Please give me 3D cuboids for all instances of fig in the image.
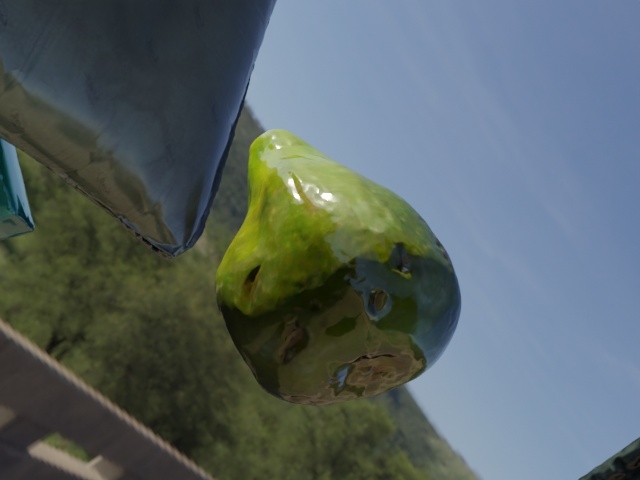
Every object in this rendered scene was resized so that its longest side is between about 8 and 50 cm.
[{"bbox_3d":[0.000,0.000,1.010,0.206,0.206,0.275,66,5,-60],"label":"fig"}]

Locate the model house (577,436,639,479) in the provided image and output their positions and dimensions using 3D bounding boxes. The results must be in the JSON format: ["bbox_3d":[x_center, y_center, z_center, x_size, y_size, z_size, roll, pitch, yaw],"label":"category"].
[{"bbox_3d":[0.273,0.214,0.763,0.241,0.261,0.226,30,38,-13],"label":"model house"}]

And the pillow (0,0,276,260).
[{"bbox_3d":[-0.067,-0.165,0.430,0.074,0.303,0.185,-4,-29,39],"label":"pillow"}]

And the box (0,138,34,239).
[{"bbox_3d":[-0.235,-0.053,0.421,0.042,0.226,0.161,100,-24,-79],"label":"box"}]
